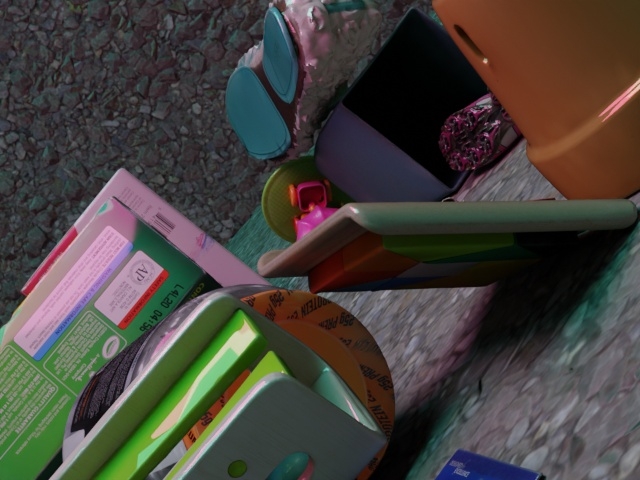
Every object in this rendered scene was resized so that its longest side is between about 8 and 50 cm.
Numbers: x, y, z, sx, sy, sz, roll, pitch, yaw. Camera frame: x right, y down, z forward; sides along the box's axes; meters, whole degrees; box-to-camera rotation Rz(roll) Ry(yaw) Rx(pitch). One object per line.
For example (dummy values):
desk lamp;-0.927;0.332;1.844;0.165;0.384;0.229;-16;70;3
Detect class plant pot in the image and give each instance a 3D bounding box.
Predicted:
plant pot;0.225;-0.196;1.135;0.291;0.203;0.291;-50;7;9
plant pot;0.096;-0.129;1.742;0.165;0.166;0.234;-54;3;-24

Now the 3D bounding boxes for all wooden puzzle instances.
wooden puzzle;0.089;0.008;1.092;0.239;0.221;0.044;155;112;-68

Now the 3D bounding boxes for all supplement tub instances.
supplement tub;-0.081;0.156;1.186;0.207;0.207;0.338;-54;8;-25

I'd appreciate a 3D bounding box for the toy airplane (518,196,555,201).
toy airplane;0.125;-0.010;1.242;0.151;0.151;0.028;149;116;-68

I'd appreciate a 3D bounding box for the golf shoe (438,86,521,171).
golf shoe;0.200;-0.134;1.548;0.086;0.067;0.186;-20;-16;-38

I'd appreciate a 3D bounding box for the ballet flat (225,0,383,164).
ballet flat;-0.013;-0.193;1.704;0.147;0.147;0.409;-52;3;-16

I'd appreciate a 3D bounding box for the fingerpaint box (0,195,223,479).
fingerpaint box;-0.282;0.211;1.754;0.445;0.163;0.371;-51;-18;-6

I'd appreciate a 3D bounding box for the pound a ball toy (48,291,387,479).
pound a ball toy;-0.090;0.220;0.891;0.319;0.136;0.208;-50;32;5

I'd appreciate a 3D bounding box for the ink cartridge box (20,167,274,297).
ink cartridge box;-0.233;0.080;2.029;0.226;0.306;0.131;-51;7;-9

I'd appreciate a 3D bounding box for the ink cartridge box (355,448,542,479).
ink cartridge box;-0.008;0.249;0.884;0.332;0.065;0.165;-51;7;-11

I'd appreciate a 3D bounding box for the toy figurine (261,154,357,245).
toy figurine;0.000;0.000;1.844;0.130;0.173;0.159;-9;27;-5

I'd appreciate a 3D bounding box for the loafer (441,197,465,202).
loafer;0.129;-0.017;1.390;0.056;0.050;0.148;-50;8;-2
